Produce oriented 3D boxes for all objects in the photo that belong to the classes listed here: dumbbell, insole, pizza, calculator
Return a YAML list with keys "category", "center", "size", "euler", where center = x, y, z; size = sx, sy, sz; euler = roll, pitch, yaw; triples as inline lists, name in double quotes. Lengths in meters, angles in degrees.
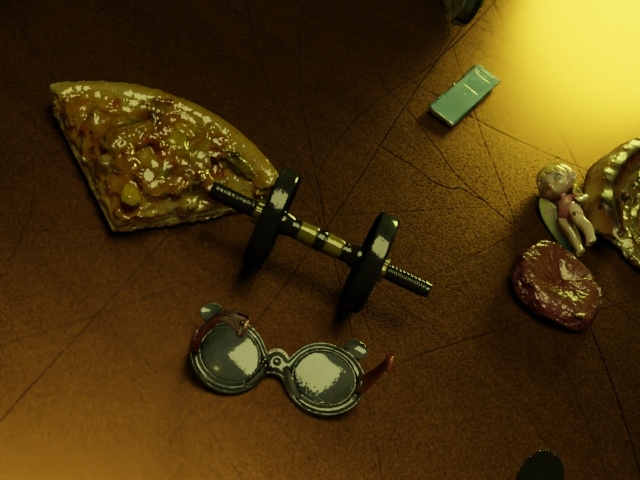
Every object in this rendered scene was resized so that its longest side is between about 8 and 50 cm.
- category: "dumbbell"
  center: [0.000, 0.000, 1.525]
  size: [0.326, 0.143, 0.143]
  euler: [24, 47, -1]
- category: "insole"
  center: [0.265, 0.337, 1.442]
  size: [0.064, 0.004, 0.188]
  euler: [34, 47, 8]
- category: "pizza"
  center: [-0.220, -0.144, 1.605]
  size: [0.258, 0.087, 0.268]
  euler: [-13, 55, -34]
- category: "calculator"
  center: [0.243, -0.246, 1.918]
  size: [0.057, 0.018, 0.172]
  euler: [36, 48, 12]

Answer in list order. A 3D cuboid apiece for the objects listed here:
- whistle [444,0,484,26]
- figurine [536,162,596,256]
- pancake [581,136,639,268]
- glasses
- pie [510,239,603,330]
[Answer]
- category: "whistle"
  center: [0.279, -0.568, 2.104]
  size: [0.188, 0.168, 0.404]
  euler: [31, 47, 4]
- category: "figurine"
  center: [0.390, -0.052, 1.783]
  size: [0.083, 0.083, 0.187]
  euler: [3, 45, -20]
- category: "pancake"
  center: [0.500, -0.062, 1.842]
  size: [0.212, 0.056, 0.257]
  euler: [-5, 54, -25]
- category: "glasses"
  center: [-0.023, 0.118, 1.341]
  size: [0.234, 0.268, 0.118]
  euler: [17, 66, -11]
- category: "pie"
  center: [0.353, 0.064, 1.686]
  size: [0.154, 0.038, 0.153]
  euler: [13, 49, -15]
